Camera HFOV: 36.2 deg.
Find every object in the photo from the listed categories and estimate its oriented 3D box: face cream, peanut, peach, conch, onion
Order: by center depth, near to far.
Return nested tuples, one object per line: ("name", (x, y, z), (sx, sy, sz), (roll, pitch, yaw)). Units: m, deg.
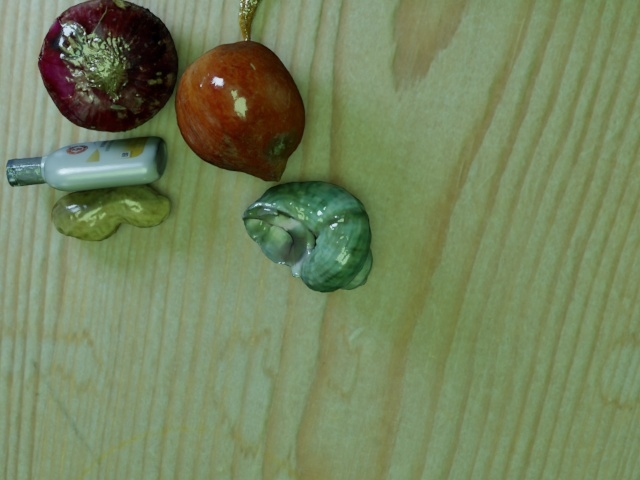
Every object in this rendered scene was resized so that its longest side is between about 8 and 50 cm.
("peach", (-0.137, -0.220, 1.757), (0.232, 0.232, 0.256), (-20, 83, 6))
("onion", (-0.378, -0.319, 1.765), (0.246, 0.190, 0.246), (-5, 117, -10))
("face cream", (-0.437, -0.140, 1.831), (0.291, 0.144, 0.071), (-5, 118, 5))
("conch", (0.000, 0.000, 1.833), (0.220, 0.195, 0.277), (-34, 123, 29))
("peanut", (-0.400, -0.059, 1.868), (0.229, 0.098, 0.103), (-13, 143, 6))

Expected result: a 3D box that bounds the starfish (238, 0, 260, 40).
("starfish", (-0.035, -0.532, 1.758), (0.293, 0.084, 0.301), (-11, 97, 6))
